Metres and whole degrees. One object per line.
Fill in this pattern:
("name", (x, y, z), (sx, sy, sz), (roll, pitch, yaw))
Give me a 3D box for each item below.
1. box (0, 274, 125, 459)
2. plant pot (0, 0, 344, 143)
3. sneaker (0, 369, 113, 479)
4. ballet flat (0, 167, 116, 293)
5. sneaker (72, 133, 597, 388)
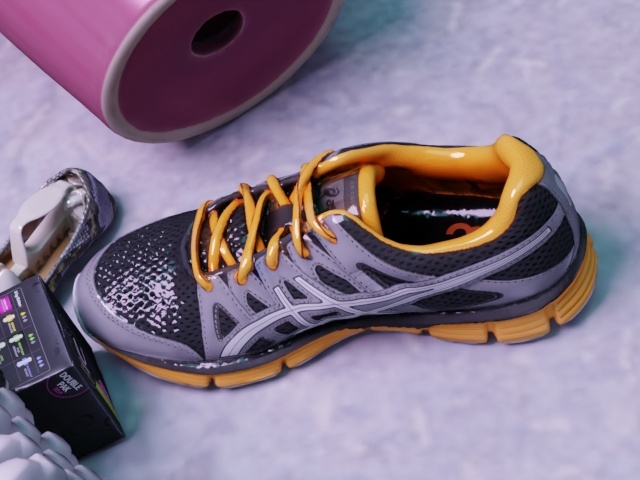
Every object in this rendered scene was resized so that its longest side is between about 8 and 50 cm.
("box", (-0.132, 0.064, 0.534), (0.083, 0.062, 0.052), (-26, 53, -5))
("plant pot", (-0.090, -0.152, 0.611), (0.201, 0.201, 0.180), (-33, 71, -10))
("sneaker", (-0.111, 0.109, 0.402), (0.292, 0.110, 0.118), (29, 78, 41))
("ballet flat", (-0.133, 0.012, 0.587), (0.041, 0.041, 0.114), (19, 62, 25))
("sneaker", (0.000, 0.000, 0.536), (0.215, 0.083, 0.084), (-10, 55, 8))
